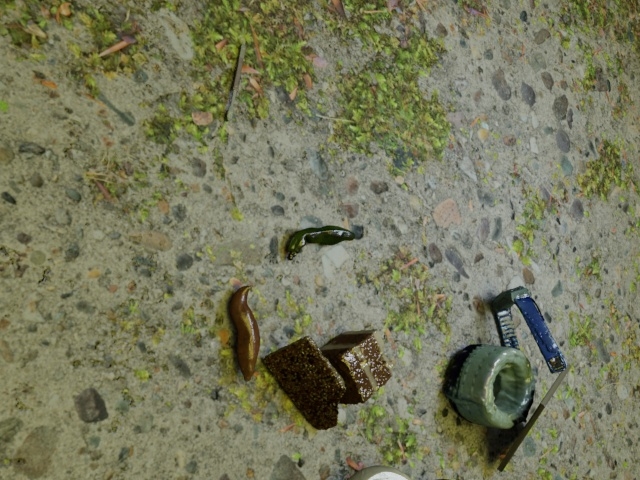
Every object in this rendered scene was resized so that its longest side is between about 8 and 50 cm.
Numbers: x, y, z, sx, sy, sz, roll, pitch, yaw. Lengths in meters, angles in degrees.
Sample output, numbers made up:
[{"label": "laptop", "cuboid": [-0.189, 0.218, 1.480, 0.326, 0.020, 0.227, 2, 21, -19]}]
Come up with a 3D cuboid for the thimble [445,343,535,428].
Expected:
[{"label": "thimble", "cuboid": [0.462, 0.397, 1.792, 0.237, 0.150, 0.237, 4, 84, -37]}]

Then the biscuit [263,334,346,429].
[{"label": "biscuit", "cuboid": [-0.014, 0.324, 1.459, 0.236, 0.131, 0.026, 55, 24, -17]}]

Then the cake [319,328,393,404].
[{"label": "cake", "cuboid": [0.074, 0.289, 1.529, 0.147, 0.135, 0.135, -36, 106, -44]}]

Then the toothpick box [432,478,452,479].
[{"label": "toothpick box", "cuboid": [0.353, 0.779, 1.623, 0.204, 0.204, 0.333, -46, 112, -32]}]

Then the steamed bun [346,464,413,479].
[{"label": "steamed bun", "cuboid": [0.130, 0.638, 1.501, 0.232, 0.145, 0.231, 14, 56, -22]}]

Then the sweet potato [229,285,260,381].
[{"label": "sweet potato", "cuboid": [-0.160, 0.199, 1.410, 0.055, 0.058, 0.202, -9, 84, 5]}]

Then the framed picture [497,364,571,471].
[{"label": "framed picture", "cuboid": [0.591, 0.491, 1.820, 0.213, 0.016, 0.289, -30, 145, -46]}]

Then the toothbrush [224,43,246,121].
[{"label": "toothbrush", "cuboid": [-0.191, -0.355, 1.484, 0.014, 0.017, 0.194, 19, 72, -33]}]

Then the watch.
[{"label": "watch", "cuboid": [0.577, 0.283, 1.894, 0.068, 0.276, 0.274, -17, 67, -16]}]

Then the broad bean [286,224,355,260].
[{"label": "broad bean", "cuboid": [-0.003, -0.007, 1.560, 0.195, 0.046, 0.061, -19, 107, -33]}]
